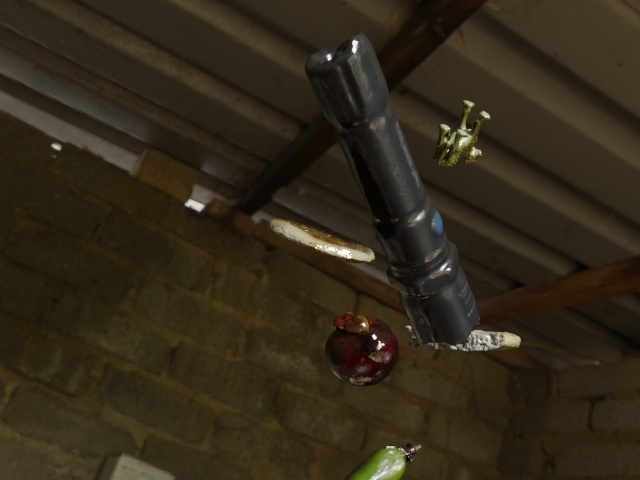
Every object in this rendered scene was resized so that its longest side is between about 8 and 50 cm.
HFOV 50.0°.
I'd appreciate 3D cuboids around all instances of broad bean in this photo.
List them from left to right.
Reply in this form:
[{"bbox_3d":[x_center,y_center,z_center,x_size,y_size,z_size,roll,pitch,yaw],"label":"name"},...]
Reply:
[{"bbox_3d":[0.036,0.388,0.990,0.061,0.339,0.077,48,-43,10],"label":"broad bean"}]

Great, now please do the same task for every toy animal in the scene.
[{"bbox_3d":[0.284,-0.194,1.432,0.073,0.181,0.136,29,-43,21],"label":"toy animal"}]

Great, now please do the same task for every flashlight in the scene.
[{"bbox_3d":[0.097,-0.049,0.839,0.103,0.103,0.424,-2,-55,36],"label":"flashlight"}]

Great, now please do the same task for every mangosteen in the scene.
[{"bbox_3d":[0.079,0.209,1.353,0.152,0.153,0.152,14,-25,7],"label":"mangosteen"}]

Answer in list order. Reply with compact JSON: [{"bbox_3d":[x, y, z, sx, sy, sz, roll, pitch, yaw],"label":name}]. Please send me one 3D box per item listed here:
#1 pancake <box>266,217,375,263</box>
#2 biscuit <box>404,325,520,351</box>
[{"bbox_3d":[0.000,0.000,0.820,0.139,0.022,0.139,19,4,-1],"label":"pancake"},{"bbox_3d":[0.234,0.169,1.176,0.188,0.040,0.265,4,-7,-14],"label":"biscuit"}]
